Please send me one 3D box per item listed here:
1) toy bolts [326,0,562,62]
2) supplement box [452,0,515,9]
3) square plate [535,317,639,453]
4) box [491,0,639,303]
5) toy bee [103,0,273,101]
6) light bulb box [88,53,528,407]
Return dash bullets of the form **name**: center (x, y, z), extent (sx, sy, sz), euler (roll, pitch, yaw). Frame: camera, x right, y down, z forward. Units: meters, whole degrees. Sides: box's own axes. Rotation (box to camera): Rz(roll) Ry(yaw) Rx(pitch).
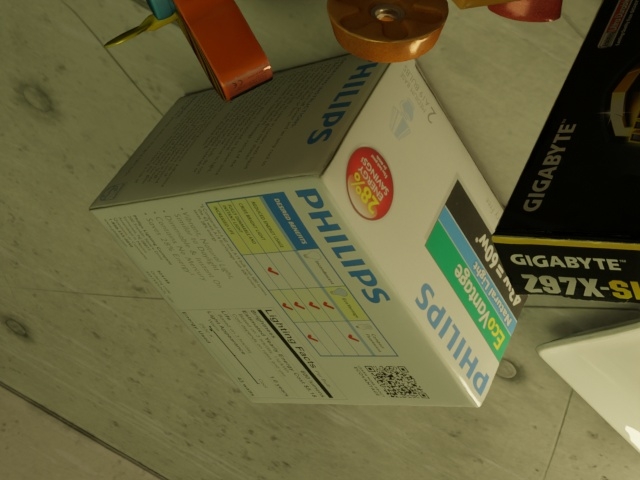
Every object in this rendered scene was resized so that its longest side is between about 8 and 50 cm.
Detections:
- **toy bolts**: center (0.111, -0.267, 0.953), extent (0.229, 0.218, 0.158), euler (6, 136, 5)
- **supplement box**: center (0.197, -0.238, 0.878), extent (0.078, 0.233, 0.080), euler (98, 153, -46)
- **square plate**: center (0.489, 0.189, 1.361), extent (0.347, 0.049, 0.344), euler (42, 144, -17)
- **box**: center (0.309, -0.089, 0.896), extent (0.257, 0.322, 0.079), euler (5, 140, 34)
- **toy bee**: center (-0.130, -0.274, 1.177), extent (0.195, 0.298, 0.162), euler (-7, 174, -4)
- **light bulb box**: center (0.000, 0.000, 1.337), extent (0.361, 0.225, 0.358), euler (-6, 131, 41)
